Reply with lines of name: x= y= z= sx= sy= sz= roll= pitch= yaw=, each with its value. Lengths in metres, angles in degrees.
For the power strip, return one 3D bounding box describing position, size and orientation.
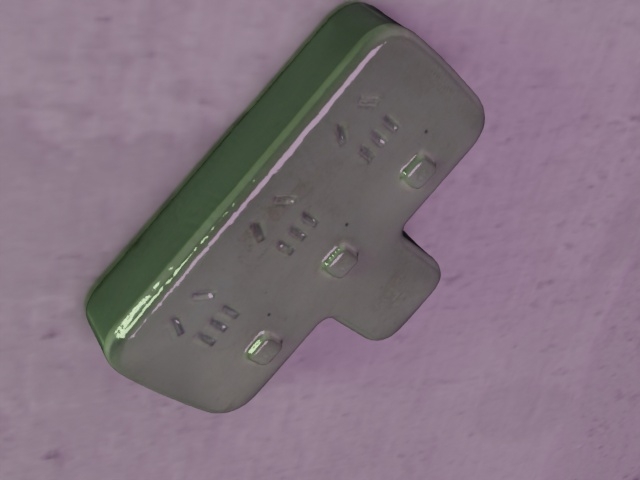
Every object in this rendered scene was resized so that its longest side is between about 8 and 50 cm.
power strip: x=0.001 y=0.000 z=0.678 sx=0.265 sy=0.059 sz=0.193 roll=-49 pitch=136 yaw=7
